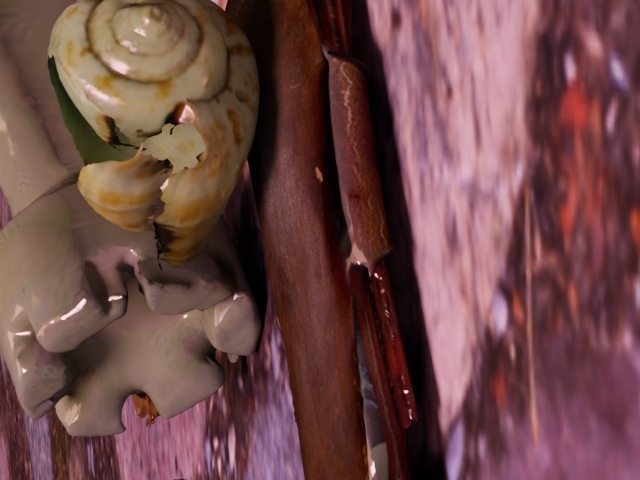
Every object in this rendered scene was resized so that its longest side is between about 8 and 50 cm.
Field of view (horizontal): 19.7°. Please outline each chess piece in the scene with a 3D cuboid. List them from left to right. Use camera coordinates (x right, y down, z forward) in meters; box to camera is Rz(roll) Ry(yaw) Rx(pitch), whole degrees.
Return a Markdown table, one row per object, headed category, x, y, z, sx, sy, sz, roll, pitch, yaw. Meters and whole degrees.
| category | x | y | z | sx | sy | sz | roll | pitch | yaw |
| --- | --- | --- | --- | --- | --- | --- | --- | --- | --- |
| chess piece | -0.132 | -0.053 | 0.933 | 0.194 | 0.195 | 0.299 | 104 | 149 | -48 |

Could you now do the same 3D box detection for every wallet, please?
| category | x | y | z | sx | sy | sz | roll | pitch | yaw |
| --- | --- | --- | --- | --- | --- | --- | --- | --- | --- |
| wallet | 0.000 | 0.000 | 0.691 | 0.137 | 0.031 | 0.255 | 119 | 145 | -63 |

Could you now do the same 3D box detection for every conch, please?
| category | x | y | z | sx | sy | sz | roll | pitch | yaw |
| --- | --- | --- | --- | --- | --- | --- | --- | --- | --- |
| conch | -0.063 | -0.032 | 0.727 | 0.170 | 0.079 | 0.105 | 92 | 177 | -62 |

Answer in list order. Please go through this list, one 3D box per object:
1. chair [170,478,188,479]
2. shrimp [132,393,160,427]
| category | x | y | z | sx | sy | sz | roll | pitch | yaw |
| --- | --- | --- | --- | --- | --- | --- | --- | --- | --- |
| chair | -0.260 | 0.349 | 1.171 | 0.410 | 0.365 | 0.361 | 138 | 127 | -78 |
| shrimp | -0.103 | 0.025 | 1.066 | 0.095 | 0.045 | 0.162 | -127 | 35 | -66 |
